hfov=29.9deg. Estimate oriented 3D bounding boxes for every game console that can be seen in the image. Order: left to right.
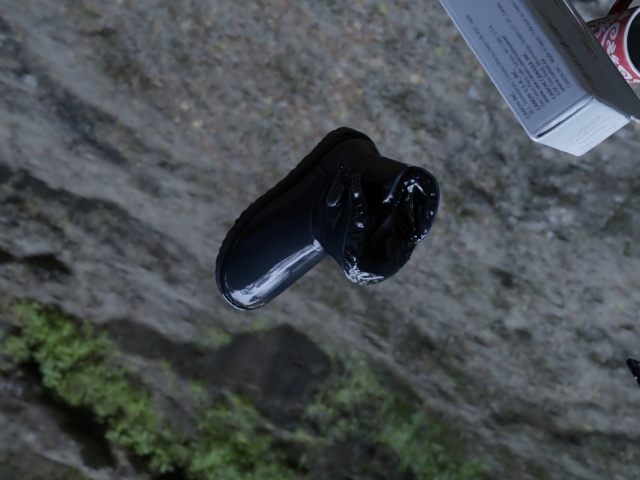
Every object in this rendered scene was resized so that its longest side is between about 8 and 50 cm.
[{"bbox_3d":[0.578,0.230,1.980,0.122,0.071,0.107,19,-141,-51],"label":"game console"}]

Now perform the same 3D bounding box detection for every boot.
[{"bbox_3d":[0.000,0.000,1.237,0.094,0.246,0.207,40,-177,-25],"label":"boot"}]

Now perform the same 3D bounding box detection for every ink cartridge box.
[{"bbox_3d":[0.160,-0.194,0.991,0.275,0.060,0.239,60,-159,16],"label":"ink cartridge box"}]

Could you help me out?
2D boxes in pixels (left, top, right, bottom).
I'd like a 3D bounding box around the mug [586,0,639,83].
[{"bbox_3d":[0.432,-0.279,1.642,0.113,0.150,0.169,38,172,-15],"label":"mug"}]
